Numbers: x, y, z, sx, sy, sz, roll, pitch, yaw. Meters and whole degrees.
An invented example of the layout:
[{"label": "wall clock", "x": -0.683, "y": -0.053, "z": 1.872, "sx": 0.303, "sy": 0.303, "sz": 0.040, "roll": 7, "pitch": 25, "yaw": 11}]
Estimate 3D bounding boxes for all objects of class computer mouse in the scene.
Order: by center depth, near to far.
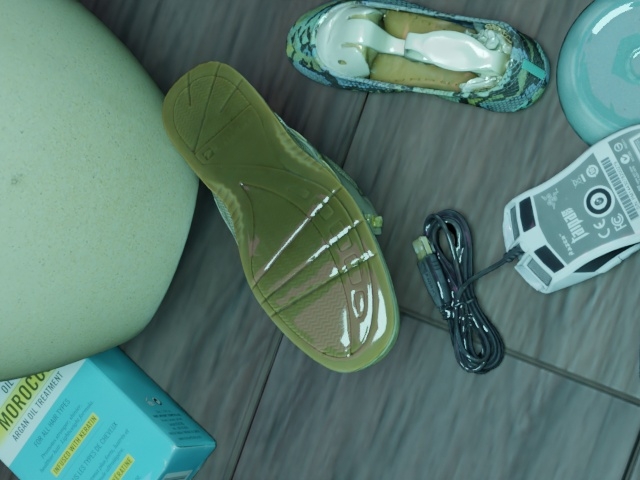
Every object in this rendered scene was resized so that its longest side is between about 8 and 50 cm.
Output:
[{"label": "computer mouse", "x": 0.151, "y": -0.003, "z": 0.861, "sx": 0.193, "sy": 0.042, "sz": 0.106, "roll": -30, "pitch": 69, "yaw": 23}]

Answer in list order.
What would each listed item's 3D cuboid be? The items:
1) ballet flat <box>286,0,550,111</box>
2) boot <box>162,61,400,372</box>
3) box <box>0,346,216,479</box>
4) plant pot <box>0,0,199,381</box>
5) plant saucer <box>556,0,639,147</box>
[{"label": "ballet flat", "x": 0.054, "y": -0.127, "z": 0.902, "sx": 0.188, "sy": 0.070, "sz": 0.070, "roll": 10, "pitch": 88, "yaw": 24}, {"label": "boot", "x": 0.000, "y": 0.000, "z": 0.855, "sx": 0.077, "sy": 0.165, "sz": 0.213, "roll": -38, "pitch": 64, "yaw": 7}, {"label": "box", "x": -0.195, "y": 0.102, "z": 0.986, "sx": 0.244, "sy": 0.060, "sz": 0.100, "roll": 40, "pitch": 100, "yaw": 22}, {"label": "plant pot", "x": -0.187, "y": -0.029, "z": 0.874, "sx": 0.191, "sy": 0.284, "sz": 0.284, "roll": 18, "pitch": 92, "yaw": -19}, {"label": "plant saucer", "x": 0.201, "y": -0.106, "z": 0.859, "sx": 0.119, "sy": 0.021, "sz": 0.119, "roll": -2, "pitch": 84, "yaw": 23}]
